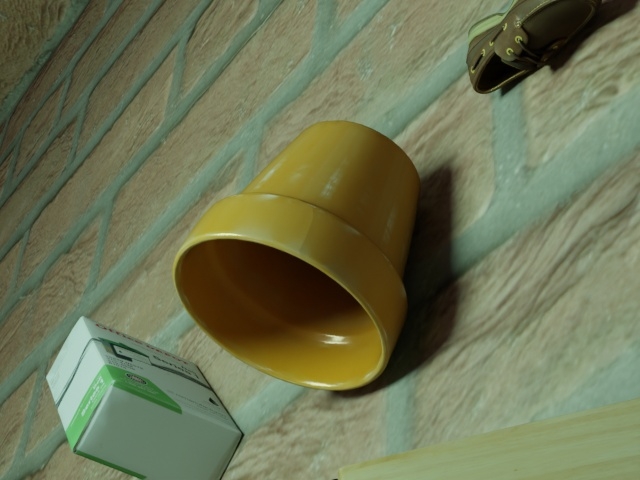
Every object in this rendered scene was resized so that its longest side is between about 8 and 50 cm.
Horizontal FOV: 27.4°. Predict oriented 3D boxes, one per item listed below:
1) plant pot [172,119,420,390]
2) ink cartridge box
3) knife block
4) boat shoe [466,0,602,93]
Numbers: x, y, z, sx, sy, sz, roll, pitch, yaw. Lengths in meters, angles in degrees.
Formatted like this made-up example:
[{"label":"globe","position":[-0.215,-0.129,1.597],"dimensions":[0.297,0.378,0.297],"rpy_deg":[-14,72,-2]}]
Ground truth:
[{"label":"plant pot","position":[0.000,0.000,1.186],"dimensions":[0.205,0.205,0.188],"rpy_deg":[-32,23,51]},{"label":"ink cartridge box","position":[-0.199,0.180,1.438],"dimensions":[0.092,0.160,0.219],"rpy_deg":[-61,24,5]},{"label":"knife block","position":[0.062,0.177,0.792],"dimensions":[0.275,0.242,0.088],"rpy_deg":[-52,27,26]},{"label":"boat shoe","position":[0.182,-0.173,1.121],"dimensions":[0.178,0.064,0.060],"rpy_deg":[-29,46,63]}]
